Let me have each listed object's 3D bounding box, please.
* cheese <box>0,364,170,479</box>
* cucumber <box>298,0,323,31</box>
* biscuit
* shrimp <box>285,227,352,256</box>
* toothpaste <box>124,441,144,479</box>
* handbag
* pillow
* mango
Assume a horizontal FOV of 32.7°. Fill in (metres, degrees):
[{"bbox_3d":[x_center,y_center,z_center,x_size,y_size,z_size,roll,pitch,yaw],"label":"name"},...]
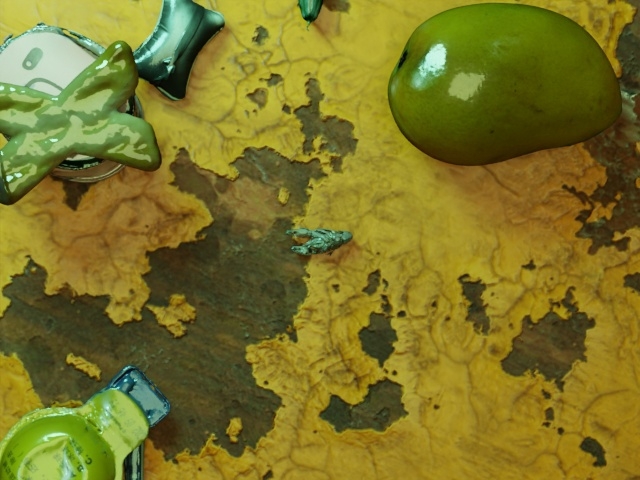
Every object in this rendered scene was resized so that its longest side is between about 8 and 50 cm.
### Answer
[{"bbox_3d":[-0.323,0.286,1.455,0.270,0.069,0.177,-43,86,-9],"label":"cheese"},{"bbox_3d":[-0.012,-0.363,1.465,0.039,0.039,0.168,-1,91,-5],"label":"cucumber"},{"bbox_3d":[-0.312,-0.143,1.330,0.207,0.047,0.164,-15,104,-7],"label":"biscuit"},{"bbox_3d":[-0.003,0.003,1.495,0.092,0.029,0.038,4,101,0],"label":"shrimp"},{"bbox_3d":[-0.255,0.297,1.491,0.037,0.021,0.140,-1,89,-1],"label":"toothpaste"},{"bbox_3d":[-0.328,-0.172,1.409,0.205,0.116,0.179,32,90,-7],"label":"handbag"},{"bbox_3d":[-0.194,-0.260,1.447,0.091,0.055,0.136,28,89,1],"label":"pillow"},{"bbox_3d":[0.243,-0.205,1.435,0.317,0.173,0.211,-2,94,-12],"label":"mango"}]
